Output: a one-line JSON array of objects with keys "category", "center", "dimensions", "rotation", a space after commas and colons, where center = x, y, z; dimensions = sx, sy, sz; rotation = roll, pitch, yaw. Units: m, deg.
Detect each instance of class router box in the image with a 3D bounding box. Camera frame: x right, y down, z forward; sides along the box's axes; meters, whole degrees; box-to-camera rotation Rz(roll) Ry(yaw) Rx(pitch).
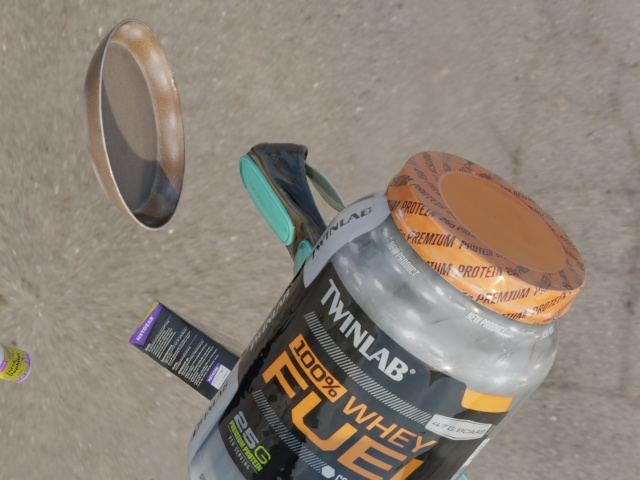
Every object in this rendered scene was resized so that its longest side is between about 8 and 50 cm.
[{"category": "router box", "center": [-0.126, 0.218, 1.842], "dimensions": [0.243, 0.309, 0.081], "rotation": [31, 87, 27]}]

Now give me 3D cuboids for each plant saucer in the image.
[{"category": "plant saucer", "center": [-0.275, -0.167, 1.721], "dimensions": [0.050, 0.310, 0.311], "rotation": [-6, 88, 14]}]

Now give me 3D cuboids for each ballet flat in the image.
[{"category": "ballet flat", "center": [0.000, 0.000, 1.285], "dimensions": [0.096, 0.095, 0.280], "rotation": [-15, 64, -19]}]

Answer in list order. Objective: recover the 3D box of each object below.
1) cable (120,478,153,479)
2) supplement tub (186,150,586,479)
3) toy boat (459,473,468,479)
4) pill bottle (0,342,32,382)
[{"category": "cable", "center": [-0.337, 0.369, 1.434], "dimensions": [0.287, 0.072, 0.139], "rotation": [-3, 90, 1]}, {"category": "supplement tub", "center": [0.046, 0.099, 0.886], "dimensions": [0.193, 0.193, 0.316], "rotation": [28, 118, -11]}, {"category": "toy boat", "center": [0.154, 0.360, 1.374], "dimensions": [0.148, 0.267, 0.318], "rotation": [-26, 110, 18]}, {"category": "pill bottle", "center": [-0.417, 0.156, 1.521], "dimensions": [0.043, 0.083, 0.043], "rotation": [-11, 68, 27]}]
